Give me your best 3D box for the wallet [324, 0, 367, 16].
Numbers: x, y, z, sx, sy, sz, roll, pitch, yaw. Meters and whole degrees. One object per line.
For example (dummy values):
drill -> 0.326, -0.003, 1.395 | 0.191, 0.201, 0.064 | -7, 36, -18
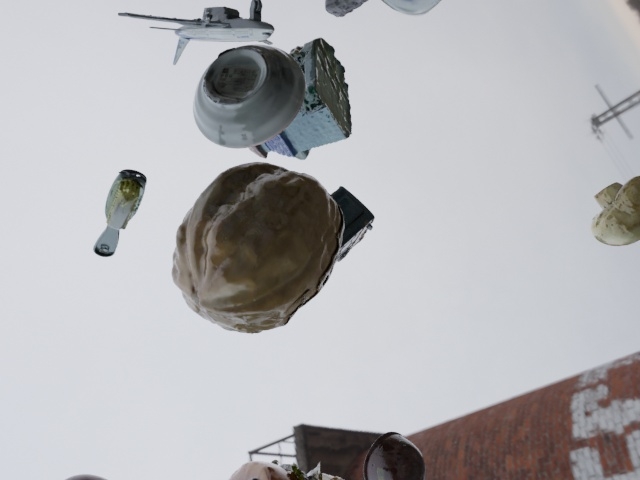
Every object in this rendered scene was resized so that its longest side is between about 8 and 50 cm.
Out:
wallet -> 0.073, -0.418, 0.797 | 0.049, 0.182, 0.229 | 16, -100, -33

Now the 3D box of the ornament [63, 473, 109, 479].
ornament -> -0.383, 0.478, 1.003 | 0.177, 0.177, 0.177 | 28, -136, -32

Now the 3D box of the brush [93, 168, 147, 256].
brush -> -0.435, -0.035, 1.320 | 0.068, 0.297, 0.060 | 15, -132, -22

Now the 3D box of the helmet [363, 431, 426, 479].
helmet -> 0.191, 0.553, 1.460 | 0.155, 0.106, 0.175 | -2, -84, -38

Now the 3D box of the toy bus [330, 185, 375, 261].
toy bus -> 0.000, 0.000, 1.560 | 0.138, 0.167, 0.275 | 44, -120, 10

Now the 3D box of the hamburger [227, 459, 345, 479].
hamburger -> -0.046, 0.482, 0.946 | 0.225, 0.291, 0.291 | 20, -132, -22

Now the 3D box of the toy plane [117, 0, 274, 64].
toy plane -> -0.130, -0.266, 0.780 | 0.226, 0.226, 0.058 | -5, -83, -42

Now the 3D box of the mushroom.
mushroom -> 0.564, -0.055, 1.139 | 0.148, 0.148, 0.112 | -12, -116, -51

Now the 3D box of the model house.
model house -> -0.100, -0.394, 1.791 | 0.252, 0.329, 0.295 | 42, -143, -49

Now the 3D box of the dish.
dish -> -0.167, -0.328, 1.308 | 0.085, 0.260, 0.260 | 54, -160, -64

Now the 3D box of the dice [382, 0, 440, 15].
dice -> 0.202, -0.595, 1.265 | 0.192, 0.194, 0.193 | 37, -126, -12

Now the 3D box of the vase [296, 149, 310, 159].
vase -> -0.017, -0.360, 2.001 | 0.096, 0.096, 0.219 | 43, -110, -17

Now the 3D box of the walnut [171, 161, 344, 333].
walnut -> -0.076, 0.005, 0.767 | 0.198, 0.198, 0.245 | 47, -128, -11
